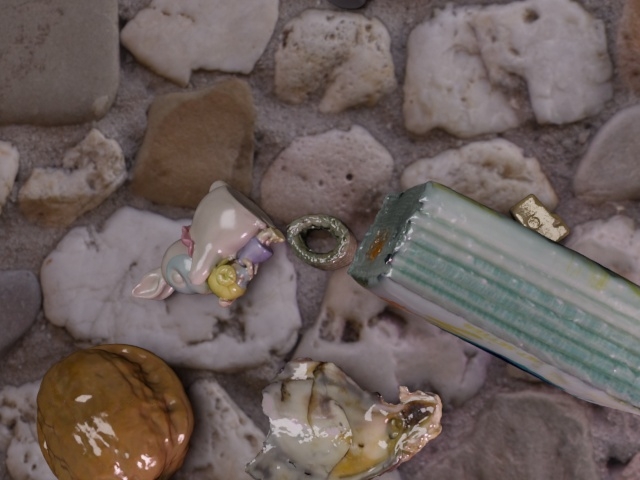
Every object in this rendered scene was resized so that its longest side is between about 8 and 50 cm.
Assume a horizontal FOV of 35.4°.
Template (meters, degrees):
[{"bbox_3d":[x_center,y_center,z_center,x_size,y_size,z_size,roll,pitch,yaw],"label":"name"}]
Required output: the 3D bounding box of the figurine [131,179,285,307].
[{"bbox_3d":[-0.180,0.038,1.600,0.155,0.127,0.235,41,99,8],"label":"figurine"}]

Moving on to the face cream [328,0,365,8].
[{"bbox_3d":[0.047,-0.431,1.615,0.091,0.091,0.095,11,77,18],"label":"face cream"}]

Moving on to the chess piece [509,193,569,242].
[{"bbox_3d":[0.268,0.018,1.494,0.200,0.090,0.090,-36,74,1],"label":"chess piece"}]

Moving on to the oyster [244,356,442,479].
[{"bbox_3d":[0.024,0.284,1.510,0.271,0.100,0.275,34,104,20],"label":"oyster"}]

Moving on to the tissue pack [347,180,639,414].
[{"bbox_3d":[0.249,0.075,1.312,0.388,0.287,0.162,27,85,-5],"label":"tissue pack"}]

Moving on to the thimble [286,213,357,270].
[{"bbox_3d":[0.000,0.000,1.578,0.110,0.062,0.084,24,86,18],"label":"thimble"}]

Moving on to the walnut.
[{"bbox_3d":[-0.323,0.276,1.546,0.257,0.224,0.257,-4,73,13],"label":"walnut"}]
